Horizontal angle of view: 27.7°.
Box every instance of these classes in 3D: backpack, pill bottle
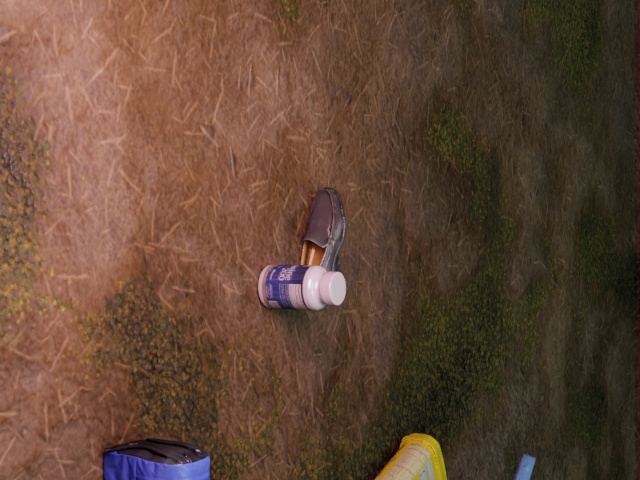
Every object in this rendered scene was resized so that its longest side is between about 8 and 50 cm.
[{"bbox_3d":[-0.197,0.301,1.630,0.098,0.120,0.101,-14,103,-59],"label":"backpack"},{"bbox_3d":[-0.026,0.069,1.915,0.067,0.120,0.067,-2,92,-60],"label":"pill bottle"}]

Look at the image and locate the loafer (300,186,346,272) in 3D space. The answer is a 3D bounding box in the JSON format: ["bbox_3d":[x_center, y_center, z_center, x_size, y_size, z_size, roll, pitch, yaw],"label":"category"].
[{"bbox_3d":[0.000,0.000,2.020,0.061,0.062,0.170,8,83,-54],"label":"loafer"}]

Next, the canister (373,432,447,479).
[{"bbox_3d":[0.149,0.434,2.267,0.170,0.073,0.126,-40,124,-51],"label":"canister"}]

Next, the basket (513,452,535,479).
[{"bbox_3d":[0.331,0.567,2.418,0.289,0.201,0.254,105,12,-48],"label":"basket"}]
